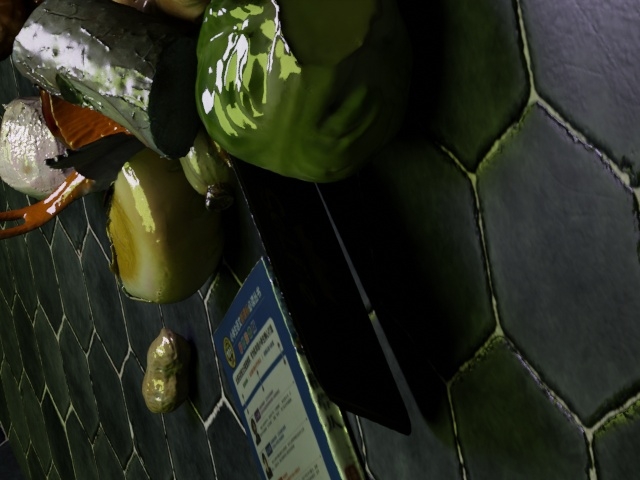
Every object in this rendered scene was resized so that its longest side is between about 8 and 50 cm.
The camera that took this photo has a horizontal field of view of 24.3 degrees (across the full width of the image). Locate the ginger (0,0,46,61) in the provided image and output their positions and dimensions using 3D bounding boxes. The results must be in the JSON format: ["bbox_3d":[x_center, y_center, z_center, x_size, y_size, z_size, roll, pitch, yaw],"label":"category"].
[{"bbox_3d":[-0.438,-0.393,2.126,0.152,0.358,0.274,-85,-12,-75],"label":"ginger"}]

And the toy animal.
[{"bbox_3d":[-0.321,-0.081,2.039,0.284,0.302,0.225,-53,45,28],"label":"toy animal"}]

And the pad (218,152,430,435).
[{"bbox_3d":[-0.001,0.000,1.497,0.315,0.063,0.375,30,-146,-60],"label":"pad"}]

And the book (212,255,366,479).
[{"bbox_3d":[-0.029,0.261,1.897,0.300,0.039,0.428,126,127,-62],"label":"book"}]

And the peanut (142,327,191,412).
[{"bbox_3d":[-0.238,0.209,2.335,0.174,0.080,0.080,100,148,-42],"label":"peanut"}]

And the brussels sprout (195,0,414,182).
[{"bbox_3d":[-0.015,-0.171,1.402,0.244,0.244,0.244,167,90,-68],"label":"brussels sprout"}]

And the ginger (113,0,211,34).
[{"bbox_3d":[-0.215,-0.319,1.933,0.363,0.122,0.348,35,145,44],"label":"ginger"}]

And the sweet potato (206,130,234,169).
[{"bbox_3d":[-0.116,-0.200,1.814,0.068,0.068,0.226,-162,69,-65],"label":"sweet potato"}]

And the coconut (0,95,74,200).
[{"bbox_3d":[-0.461,-0.150,2.540,0.194,0.194,0.194,167,90,-68],"label":"coconut"}]

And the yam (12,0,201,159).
[{"bbox_3d":[-0.250,-0.216,1.832,0.254,0.154,0.154,31,136,28],"label":"yam"}]

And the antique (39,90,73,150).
[{"bbox_3d":[-0.351,-0.240,2.273,0.278,0.129,0.223,134,123,-62],"label":"antique"}]

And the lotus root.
[{"bbox_3d":[-0.142,-0.123,1.896,0.090,0.077,0.183,114,141,-68],"label":"lotus root"}]

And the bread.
[{"bbox_3d":[-0.195,-0.009,2.020,0.156,0.158,0.260,56,152,20],"label":"bread"}]
